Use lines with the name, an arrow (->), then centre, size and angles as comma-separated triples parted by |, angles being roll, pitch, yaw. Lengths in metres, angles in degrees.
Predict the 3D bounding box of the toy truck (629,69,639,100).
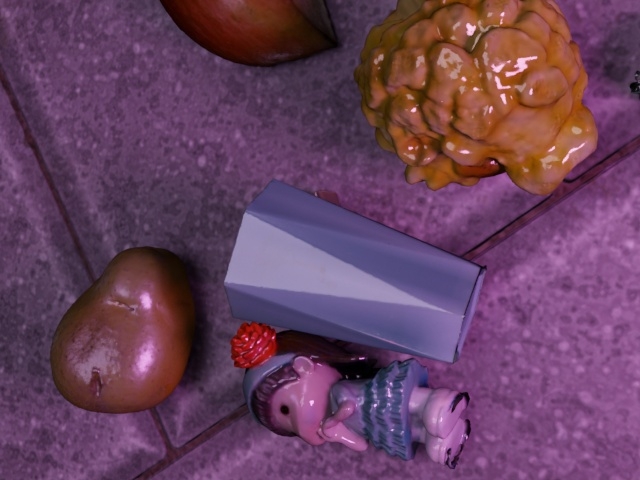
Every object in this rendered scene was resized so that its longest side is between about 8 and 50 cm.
toy truck -> 0.356, -0.155, 1.006 | 0.154, 0.078, 0.080 | 14, 95, 30

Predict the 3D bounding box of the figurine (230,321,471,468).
figurine -> 0.030, 0.154, 1.156 | 0.246, 0.110, 0.137 | 10, 126, 26

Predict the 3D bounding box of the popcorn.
popcorn -> 0.140, -0.140, 1.066 | 0.217, 0.181, 0.235 | 44, 147, -12

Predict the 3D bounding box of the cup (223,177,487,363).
cup -> 0.040, 0.036, 1.129 | 0.236, 0.134, 0.148 | 15, 95, 12

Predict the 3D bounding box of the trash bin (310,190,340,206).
trash bin -> 0.000, 0.000, 1.231 | 0.061, 0.043, 0.092 | -26, 78, 27

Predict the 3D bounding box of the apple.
apple -> -0.111, -0.347, 1.270 | 0.179, 0.254, 0.346 | -16, 76, -13

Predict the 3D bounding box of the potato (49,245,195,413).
potato -> -0.221, 0.099, 1.295 | 0.157, 0.157, 0.194 | 19, 94, 30
